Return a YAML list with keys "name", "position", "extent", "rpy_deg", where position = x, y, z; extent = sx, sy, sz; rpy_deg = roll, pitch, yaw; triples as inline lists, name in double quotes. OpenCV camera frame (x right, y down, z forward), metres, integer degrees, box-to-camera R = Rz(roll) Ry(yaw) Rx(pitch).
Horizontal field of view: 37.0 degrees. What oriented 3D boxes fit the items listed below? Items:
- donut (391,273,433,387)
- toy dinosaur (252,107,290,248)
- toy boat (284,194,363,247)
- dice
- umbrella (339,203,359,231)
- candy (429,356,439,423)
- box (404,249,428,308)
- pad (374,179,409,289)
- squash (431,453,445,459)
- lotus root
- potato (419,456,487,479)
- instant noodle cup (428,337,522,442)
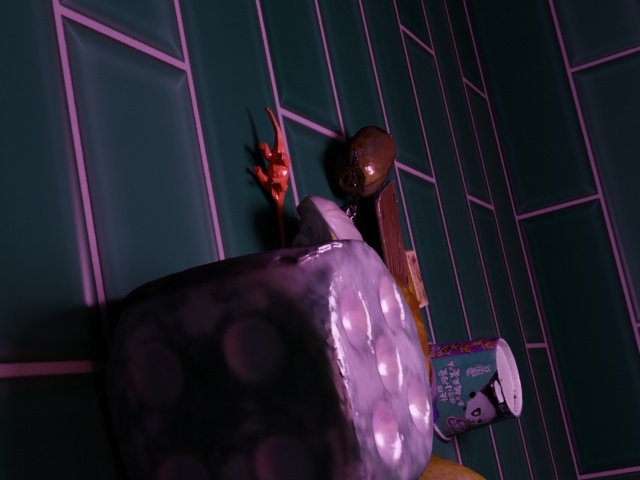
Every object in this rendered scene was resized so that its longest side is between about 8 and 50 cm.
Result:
- name: "donut"
  position: [0.079, 0.210, 1.706]
  extent: [0.330, 0.159, 0.330]
  rpy_deg: [14, 72, -47]
- name: "toy dinosaur"
  position: [-0.083, -0.109, 1.756]
  extent: [0.101, 0.055, 0.280]
  rpy_deg: [31, 61, -67]
- name: "toy boat"
  position: [0.006, -0.003, 1.782]
  extent: [0.269, 0.140, 0.141]
  rpy_deg: [15, 62, -71]
- name: "dice"
  position: [-0.060, 0.188, 1.270]
  extent: [0.330, 0.327, 0.348]
  rpy_deg: [-15, 89, -68]
- name: "umbrella"
  position: [0.055, 0.041, 1.976]
  extent: [0.066, 0.059, 0.236]
  rpy_deg: [128, -38, -64]
- name: "candy"
  position: [0.213, 0.296, 2.154]
  extent: [0.145, 0.070, 0.275]
  rpy_deg: [-29, 107, -60]
- name: "box"
  position: [0.234, 0.096, 2.389]
  extent: [0.073, 0.020, 0.149]
  rpy_deg: [-13, 87, -67]
- name: "pad"
  position: [0.168, 0.016, 2.205]
  extent: [0.284, 0.018, 0.287]
  rpy_deg: [-46, 128, -74]
- name: "squash"
  position: [0.292, 0.538, 2.170]
  extent: [0.318, 0.071, 0.080]
  rpy_deg: [37, 42, -55]
- name: "lotus root"
  position: [0.100, -0.176, 2.127]
  extent: [0.123, 0.124, 0.241]
  rpy_deg: [52, 30, -12]
- name: "potato"
  position: [0.207, 0.469, 1.698]
  extent: [0.330, 0.279, 0.213]
  rpy_deg: [65, 21, -49]
- name: "instant noodle cup"
  position: [0.370, 0.349, 2.318]
  extent: [0.251, 0.190, 0.251]
  rpy_deg: [46, 36, -48]
